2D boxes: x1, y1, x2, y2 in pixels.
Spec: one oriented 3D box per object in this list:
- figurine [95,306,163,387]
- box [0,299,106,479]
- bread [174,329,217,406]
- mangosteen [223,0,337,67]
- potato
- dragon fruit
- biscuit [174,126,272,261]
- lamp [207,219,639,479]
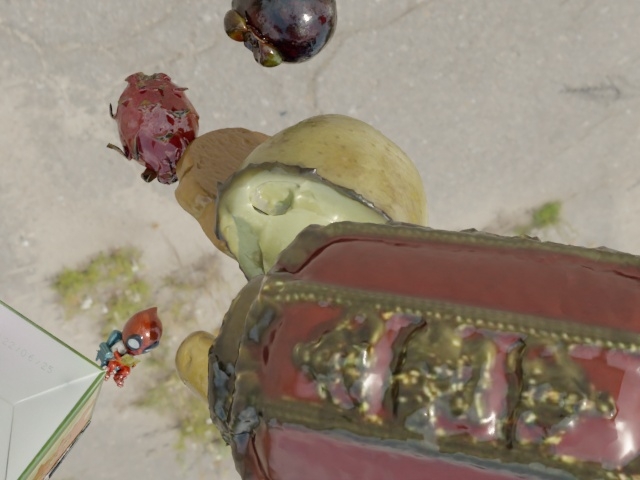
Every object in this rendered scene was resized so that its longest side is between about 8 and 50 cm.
[{"bbox_3d":[-0.311,0.170,1.763,0.140,0.075,0.068,-48,132,12],"label":"figurine"},{"bbox_3d":[-0.359,0.176,1.109,0.177,0.195,0.148,-56,177,-36],"label":"box"},{"bbox_3d":[-0.134,0.230,1.678,0.098,0.217,0.147,-56,161,-12],"label":"bread"},{"bbox_3d":[-0.055,-0.298,1.393,0.152,0.152,0.152,-19,150,-12],"label":"mangosteen"},{"bbox_3d":[0.024,-0.029,1.234,0.285,0.242,0.242,38,122,-11],"label":"potato"},{"bbox_3d":[-0.234,-0.161,1.543,0.136,0.166,0.133,-24,173,21],"label":"dragon fruit"},{"bbox_3d":[-0.048,-0.035,1.459,0.312,0.351,0.057,-6,135,-47],"label":"biscuit"},{"bbox_3d":[0.080,0.079,0.551,0.274,0.177,0.177,6,159,22],"label":"lamp"}]
